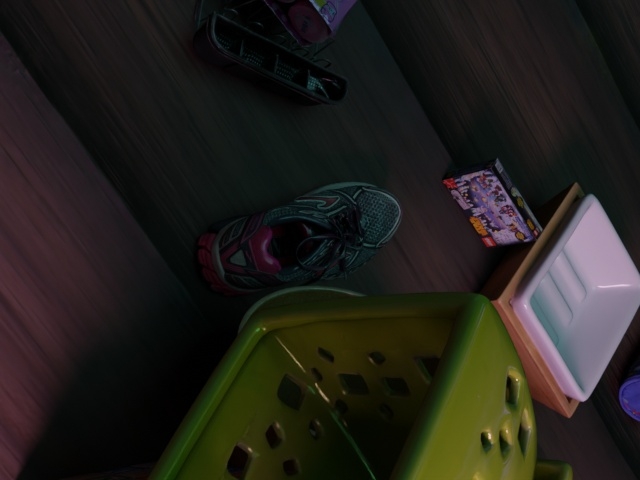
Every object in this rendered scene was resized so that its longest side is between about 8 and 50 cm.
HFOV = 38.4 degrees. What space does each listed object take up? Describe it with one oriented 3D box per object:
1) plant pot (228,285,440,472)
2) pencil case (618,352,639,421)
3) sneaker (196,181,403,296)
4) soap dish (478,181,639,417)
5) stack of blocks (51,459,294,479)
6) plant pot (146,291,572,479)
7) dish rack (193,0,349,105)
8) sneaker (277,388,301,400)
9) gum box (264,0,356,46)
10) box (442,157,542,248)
[{"bbox_3d":[-0.003,0.220,0.968,0.237,0.237,0.254,-12,133,-42],"label":"plant pot"},{"bbox_3d":[0.637,0.202,1.622,0.306,0.119,0.133,-42,118,-38],"label":"pencil case"},{"bbox_3d":[0.000,0.000,1.113,0.299,0.112,0.121,-21,96,-42],"label":"sneaker"},{"bbox_3d":[0.366,0.087,1.409,0.291,0.118,0.229,-49,113,-36],"label":"soap dish"},{"bbox_3d":[-0.132,0.259,0.825,0.171,0.297,0.087,0,82,-42],"label":"stack of blocks"},{"bbox_3d":[0.035,0.189,0.643,0.207,0.228,0.227,52,51,-27],"label":"plant pot"},{"bbox_3d":[-0.053,-0.315,1.151,0.208,0.074,0.272,20,69,-38],"label":"dish rack"},{"bbox_3d":[-0.030,0.158,1.106,0.158,0.061,0.065,-23,67,-37],"label":"sneaker"},{"bbox_3d":[-0.031,-0.331,1.086,0.188,0.062,0.107,48,53,-21],"label":"gum box"},{"bbox_3d":[0.252,-0.052,1.352,0.137,0.094,0.027,53,53,-20],"label":"box"}]
